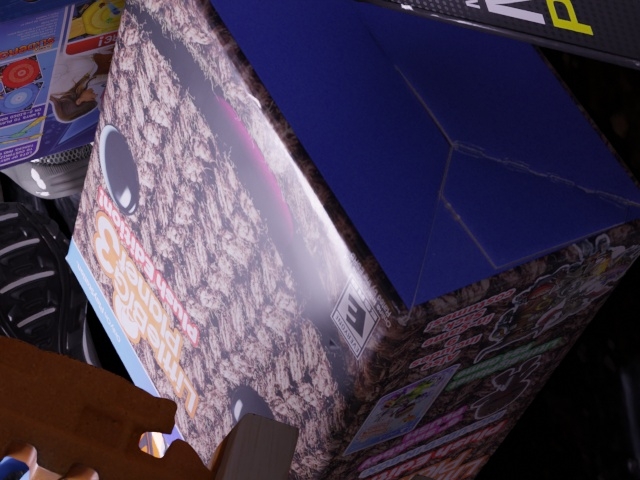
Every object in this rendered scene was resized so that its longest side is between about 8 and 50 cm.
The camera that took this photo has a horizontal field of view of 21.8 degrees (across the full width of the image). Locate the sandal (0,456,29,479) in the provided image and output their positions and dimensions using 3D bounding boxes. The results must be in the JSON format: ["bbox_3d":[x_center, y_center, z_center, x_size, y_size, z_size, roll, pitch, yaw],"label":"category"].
[{"bbox_3d":[-0.234,0.261,1.475,0.317,0.126,0.138,-10,95,61],"label":"sandal"}]

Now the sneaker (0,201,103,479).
[{"bbox_3d":[-0.228,0.099,1.376,0.271,0.100,0.108,68,158,2],"label":"sneaker"}]

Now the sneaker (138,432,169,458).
[{"bbox_3d":[-0.112,0.190,1.113,0.180,0.124,0.321,-9,102,25],"label":"sneaker"}]

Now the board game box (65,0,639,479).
[{"bbox_3d":[0.000,0.000,0.833,0.232,0.141,0.291,58,150,23],"label":"board game box"}]

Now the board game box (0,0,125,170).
[{"bbox_3d":[-0.089,-0.107,0.860,0.035,0.201,0.136,59,151,20],"label":"board game box"}]

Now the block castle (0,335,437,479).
[{"bbox_3d":[-0.052,0.237,0.760,0.303,0.453,0.213,123,166,-55],"label":"block castle"}]

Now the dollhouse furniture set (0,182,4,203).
[{"bbox_3d":[-0.411,-0.079,1.478,0.242,0.212,0.161,17,129,25],"label":"dollhouse furniture set"}]

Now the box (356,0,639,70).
[{"bbox_3d":[0.056,-0.182,0.550,0.216,0.060,0.270,21,148,41],"label":"box"}]

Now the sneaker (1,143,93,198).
[{"bbox_3d":[-0.242,-0.119,1.267,0.227,0.087,0.130,22,125,52],"label":"sneaker"}]

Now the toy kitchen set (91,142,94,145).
[{"bbox_3d":[-0.112,-0.150,1.031,0.207,0.166,0.122,42,170,-34],"label":"toy kitchen set"}]
